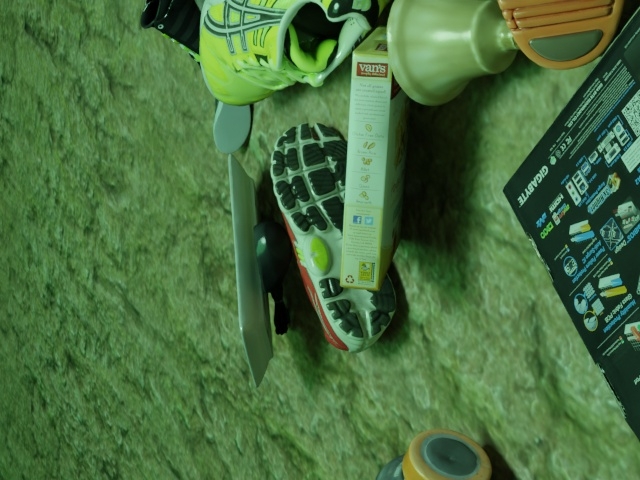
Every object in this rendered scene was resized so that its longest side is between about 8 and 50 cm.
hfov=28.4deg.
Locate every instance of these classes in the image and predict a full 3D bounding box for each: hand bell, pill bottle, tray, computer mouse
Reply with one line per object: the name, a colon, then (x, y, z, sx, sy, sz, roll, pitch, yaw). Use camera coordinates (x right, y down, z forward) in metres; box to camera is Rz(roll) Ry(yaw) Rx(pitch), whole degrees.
hand bell: (0.187, -0.180, 1.115, 0.242, 0.126, 0.126, 8, 104, 47)
pill bottle: (0.104, 0.313, 1.326, 0.130, 0.130, 0.246, 51, 139, 41)
tray: (-0.086, 0.034, 1.586, 0.145, 0.030, 0.270, 80, -177, -55)
computer mouse: (-0.049, 0.050, 1.550, 0.242, 0.041, 0.071, 82, -179, -62)

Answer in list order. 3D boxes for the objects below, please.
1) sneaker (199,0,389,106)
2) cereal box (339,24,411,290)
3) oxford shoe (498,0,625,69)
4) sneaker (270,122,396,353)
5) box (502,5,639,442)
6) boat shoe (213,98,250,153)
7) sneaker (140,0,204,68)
sneaker: (-0.045, -0.234, 1.399, 0.384, 0.145, 0.147, 140, 141, -58)
cereal box: (0.060, -0.089, 1.291, 0.173, 0.047, 0.240, -59, -26, -68)
oxford shoe: (0.196, -0.322, 1.036, 0.130, 0.133, 0.364, -3, 95, 17)
sneaker: (0.000, 0.000, 1.463, 0.118, 0.107, 0.279, 121, 137, -66)
box: (0.292, -0.014, 0.982, 0.293, 0.073, 0.295, 64, 145, 27)
boat shoe: (-0.116, -0.186, 1.671, 0.040, 0.049, 0.142, -116, 31, -63)
sneaker: (-0.190, -0.295, 1.651, 0.084, 0.097, 0.235, 47, 162, 47)
